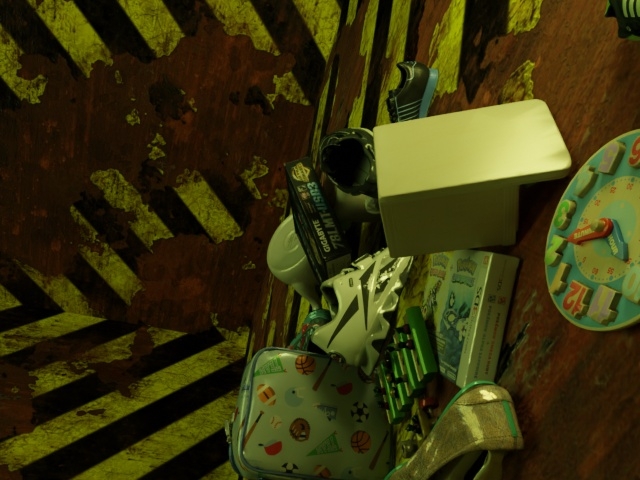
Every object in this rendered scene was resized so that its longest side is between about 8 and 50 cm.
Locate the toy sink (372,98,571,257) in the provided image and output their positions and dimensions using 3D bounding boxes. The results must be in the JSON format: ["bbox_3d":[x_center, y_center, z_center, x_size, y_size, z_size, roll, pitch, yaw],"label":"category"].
[{"bbox_3d":[0.198,-0.080,0.787,0.131,0.234,0.152,71,-166,-45],"label":"toy sink"}]

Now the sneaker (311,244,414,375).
[{"bbox_3d":[0.084,0.077,1.079,0.122,0.146,0.330,103,-168,-51],"label":"sneaker"}]

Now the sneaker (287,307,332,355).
[{"bbox_3d":[-0.031,0.319,1.634,0.125,0.104,0.261,-97,22,-53],"label":"sneaker"}]

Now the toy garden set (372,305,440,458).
[{"bbox_3d":[0.129,0.252,0.919,0.244,0.049,0.203,101,162,-54],"label":"toy garden set"}]

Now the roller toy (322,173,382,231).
[{"bbox_3d":[0.094,-0.139,1.390,0.209,0.146,0.191,116,151,-61],"label":"roller toy"}]

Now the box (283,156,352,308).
[{"bbox_3d":[0.000,0.000,1.401,0.293,0.073,0.295,85,164,-56],"label":"box"}]

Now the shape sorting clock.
[{"bbox_3d":[0.288,-0.011,0.570,0.206,0.040,0.206,-168,90,-78],"label":"shape sorting clock"}]

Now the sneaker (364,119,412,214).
[{"bbox_3d":[0.162,-0.150,1.205,0.232,0.090,0.115,-55,31,41],"label":"sneaker"}]

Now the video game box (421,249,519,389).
[{"bbox_3d":[0.204,0.104,0.846,0.205,0.048,0.187,-170,94,-79],"label":"video game box"}]

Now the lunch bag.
[{"bbox_3d":[-0.017,0.330,1.039,0.115,0.304,0.243,129,151,-59],"label":"lunch bag"}]

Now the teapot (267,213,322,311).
[{"bbox_3d":[-0.021,0.036,1.716,0.256,0.187,0.252,-50,37,7],"label":"teapot"}]

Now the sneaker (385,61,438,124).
[{"bbox_3d":[0.179,-0.269,1.249,0.081,0.091,0.232,-140,63,-77],"label":"sneaker"}]

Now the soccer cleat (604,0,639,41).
[{"bbox_3d":[0.331,-0.226,0.566,0.179,0.060,0.072,-83,1,-55],"label":"soccer cleat"}]

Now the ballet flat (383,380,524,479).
[{"bbox_3d":[0.156,0.312,0.737,0.106,0.108,0.316,-111,32,-46],"label":"ballet flat"}]

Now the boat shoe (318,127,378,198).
[{"bbox_3d":[0.057,-0.160,1.170,0.340,0.113,0.127,50,126,53],"label":"boat shoe"}]
